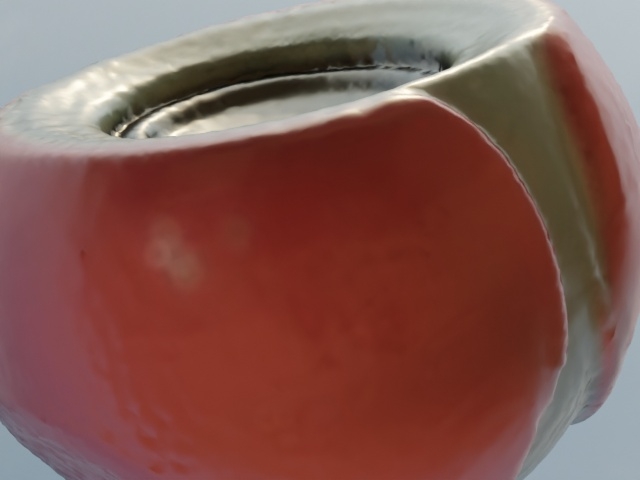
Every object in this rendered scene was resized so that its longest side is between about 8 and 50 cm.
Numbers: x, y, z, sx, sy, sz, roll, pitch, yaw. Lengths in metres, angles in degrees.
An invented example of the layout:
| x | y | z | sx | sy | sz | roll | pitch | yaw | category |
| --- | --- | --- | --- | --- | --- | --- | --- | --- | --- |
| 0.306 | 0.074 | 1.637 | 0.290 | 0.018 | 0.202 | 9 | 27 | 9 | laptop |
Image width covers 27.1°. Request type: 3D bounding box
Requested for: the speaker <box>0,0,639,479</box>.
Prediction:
| x | y | z | sx | sy | sz | roll | pitch | yaw | category |
| --- | --- | --- | --- | --- | --- | --- | --- | --- | --- |
| 0.000 | 0.000 | 0.578 | 0.294 | 0.294 | 0.294 | 2 | -99 | -16 | speaker |
